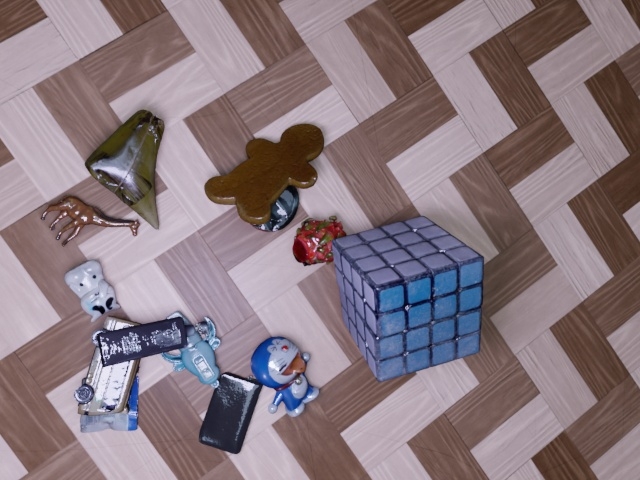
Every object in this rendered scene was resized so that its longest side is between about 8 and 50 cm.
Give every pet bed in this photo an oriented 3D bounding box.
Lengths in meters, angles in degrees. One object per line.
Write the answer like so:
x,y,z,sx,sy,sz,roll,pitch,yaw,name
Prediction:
-0.168,-0.123,1.657,0.201,0.053,0.201,1,86,-10,pet bed

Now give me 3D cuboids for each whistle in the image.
-0.401,0.349,1.579,0.186,0.093,0.273,-31,89,-12,whistle

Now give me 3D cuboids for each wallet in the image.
-0.290,0.550,1.609,0.149,0.044,0.250,18,85,-4,wallet

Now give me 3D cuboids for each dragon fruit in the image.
0.000,0.000,1.636,0.172,0.167,0.160,-18,107,-30,dragon fruit

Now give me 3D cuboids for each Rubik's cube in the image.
0.255,0.163,1.512,0.345,0.343,0.337,-15,118,-13,Rubik's cube

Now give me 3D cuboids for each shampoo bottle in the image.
-0.486,0.288,1.473,0.310,0.071,0.098,-9,80,-32,shampoo bottle

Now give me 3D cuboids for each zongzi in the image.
-0.539,-0.226,1.577,0.300,0.145,0.274,46,75,-22,zongzi

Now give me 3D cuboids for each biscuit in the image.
-0.144,-0.226,1.615,0.283,0.064,0.432,31,63,21,biscuit

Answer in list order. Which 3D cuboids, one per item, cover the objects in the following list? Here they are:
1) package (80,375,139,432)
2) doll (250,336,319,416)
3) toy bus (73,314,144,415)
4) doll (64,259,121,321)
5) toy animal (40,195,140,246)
-0.659,0.513,1.559,0.173,0.027,0.171,2,84,-11,package
-0.113,0.431,1.586,0.215,0.161,0.256,-45,107,-36,doll
-0.623,0.380,1.503,0.158,0.139,0.289,15,75,-13,toy bus
-0.699,0.148,1.528,0.110,0.107,0.180,-31,92,-29,doll
-0.715,-0.058,1.559,0.230,0.066,0.224,-37,93,-14,toy animal
